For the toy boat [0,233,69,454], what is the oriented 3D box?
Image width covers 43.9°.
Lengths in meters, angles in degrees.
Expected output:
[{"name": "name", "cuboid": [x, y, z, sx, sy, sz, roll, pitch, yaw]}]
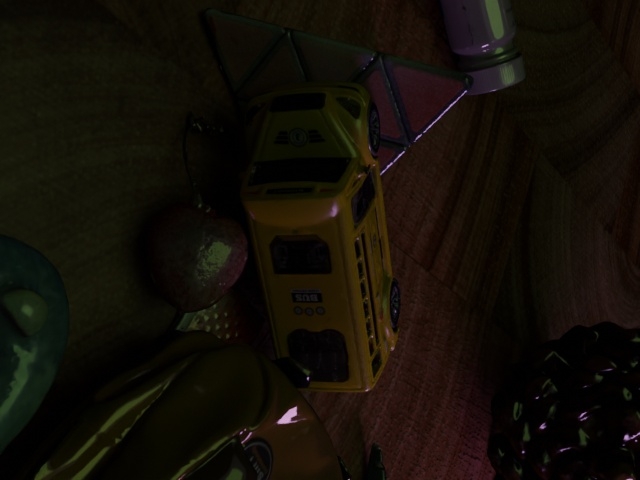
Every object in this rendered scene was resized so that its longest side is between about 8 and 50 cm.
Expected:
[{"name": "toy boat", "cuboid": [-0.332, 0.122, 0.619, 0.330, 0.123, 0.215, -40, 117, -36]}]

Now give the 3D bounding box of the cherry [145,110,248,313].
[{"name": "cherry", "cuboid": [-0.121, -0.029, 0.847, 0.090, 0.107, 0.225, 90, 11, -72]}]

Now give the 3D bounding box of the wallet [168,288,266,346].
[{"name": "wallet", "cuboid": [-0.140, 0.141, 0.882, 0.103, 0.020, 0.196, 48, 59, -34]}]

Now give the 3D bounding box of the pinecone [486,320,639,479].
[{"name": "pinecone", "cuboid": [0.456, 0.313, 1.249, 0.398, 0.398, 0.397, -1, 91, -45]}]

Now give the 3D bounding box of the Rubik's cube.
[{"name": "Rubik's cube", "cuboid": [0.019, -0.165, 0.953, 0.233, 0.228, 0.228, -23, 67, -7]}]

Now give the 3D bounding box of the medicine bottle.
[{"name": "medicine bottle", "cuboid": [0.243, -0.314, 1.200, 0.105, 0.105, 0.168, -33, 113, -40]}]

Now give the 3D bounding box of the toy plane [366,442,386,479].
[{"name": "toy plane", "cuboid": [0.094, 0.401, 1.080, 0.169, 0.078, 0.246, -2, 92, -44]}]

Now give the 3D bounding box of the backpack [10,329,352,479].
[{"name": "backpack", "cuboid": [-0.135, 0.288, 0.758, 0.378, 0.201, 0.353, -43, 124, -28]}]

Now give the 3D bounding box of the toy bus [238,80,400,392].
[{"name": "toy bus", "cuboid": [0.000, 0.000, 0.876, 0.151, 0.145, 0.331, -60, 144, -58]}]
